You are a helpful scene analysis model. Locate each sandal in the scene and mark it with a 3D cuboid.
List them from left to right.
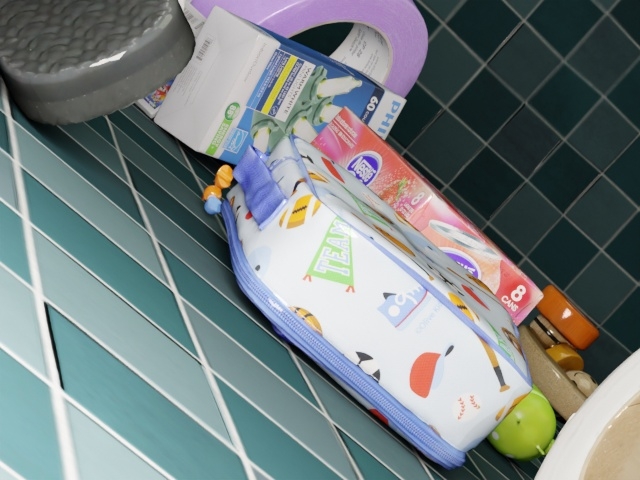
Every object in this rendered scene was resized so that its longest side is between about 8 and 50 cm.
[{"bbox_3d":[-0.197,-0.177,1.408,0.446,0.168,0.107,-117,-174,-57],"label":"sandal"}]

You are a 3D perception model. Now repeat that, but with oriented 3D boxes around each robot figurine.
[{"bbox_3d":[0.180,0.162,1.761,0.101,0.067,0.115,49,2,-20],"label":"robot figurine"}]

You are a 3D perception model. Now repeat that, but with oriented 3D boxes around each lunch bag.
[{"bbox_3d":[0.029,0.034,1.414,0.243,0.115,0.303,39,6,-15],"label":"lunch bag"}]

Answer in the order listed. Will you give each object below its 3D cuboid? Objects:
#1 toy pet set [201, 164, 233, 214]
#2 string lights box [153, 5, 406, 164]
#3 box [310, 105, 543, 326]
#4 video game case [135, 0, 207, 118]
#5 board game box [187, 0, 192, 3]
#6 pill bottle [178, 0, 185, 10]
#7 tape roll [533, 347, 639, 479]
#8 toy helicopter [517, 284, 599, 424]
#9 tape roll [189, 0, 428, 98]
[{"bbox_3d":[-0.057,-0.017,1.628,0.122,0.065,0.114,38,41,-19],"label":"toy pet set"},{"bbox_3d":[-0.037,-0.135,1.934,0.077,0.133,0.260,35,11,37],"label":"string lights box"},{"bbox_3d":[0.063,0.008,1.730,0.154,0.142,0.300,41,4,-22],"label":"box"},{"bbox_3d":[-0.155,-0.185,1.902,0.087,0.122,0.011,44,-26,15],"label":"video game case"},{"bbox_3d":[-0.132,-0.323,2.013,0.390,0.390,0.050,33,46,-65],"label":"board game box"},{"bbox_3d":[-0.238,-0.266,1.677,0.272,0.152,0.152,46,6,35],"label":"pill bottle"},{"bbox_3d":[0.273,0.183,1.239,0.169,0.246,0.246,41,5,-16],"label":"tape roll"},{"bbox_3d":[0.340,0.226,2.146,0.355,0.140,0.235,43,6,-26],"label":"toy helicopter"},{"bbox_3d":[-0.024,-0.202,2.051,0.275,0.275,0.090,36,22,-55],"label":"tape roll"}]
